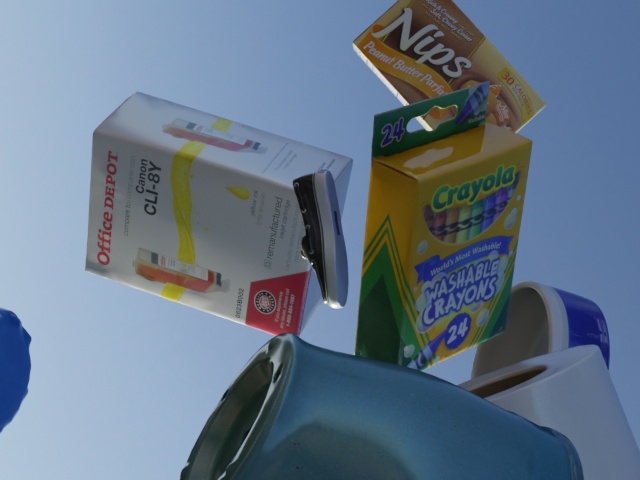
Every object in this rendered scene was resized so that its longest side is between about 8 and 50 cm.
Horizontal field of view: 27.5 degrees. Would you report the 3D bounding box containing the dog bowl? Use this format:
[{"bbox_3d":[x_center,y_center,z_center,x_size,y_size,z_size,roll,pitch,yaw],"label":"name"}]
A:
[{"bbox_3d":[0.334,0.201,2.016,0.265,0.104,0.265,-165,-90,-74],"label":"dog bowl"}]

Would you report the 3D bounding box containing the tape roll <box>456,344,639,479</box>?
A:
[{"bbox_3d":[0.200,0.227,1.338,0.246,0.246,0.169,-25,-95,61],"label":"tape roll"}]

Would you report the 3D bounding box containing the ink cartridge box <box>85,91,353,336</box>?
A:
[{"bbox_3d":[-0.171,-0.039,2.093,0.160,0.384,0.279,-56,160,-55],"label":"ink cartridge box"}]

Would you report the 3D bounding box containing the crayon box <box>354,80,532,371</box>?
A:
[{"bbox_3d":[0.148,-0.010,1.567,0.083,0.203,0.323,29,-54,40],"label":"crayon box"}]

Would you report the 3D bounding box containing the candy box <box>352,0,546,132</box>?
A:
[{"bbox_3d":[0.228,-0.293,2.329,0.183,0.316,0.087,-42,178,1],"label":"candy box"}]

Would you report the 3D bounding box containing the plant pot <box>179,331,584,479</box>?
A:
[{"bbox_3d":[0.028,0.214,1.069,0.272,0.255,0.272,-54,-167,18],"label":"plant pot"}]

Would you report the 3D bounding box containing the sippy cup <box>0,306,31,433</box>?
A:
[{"bbox_3d":[-0.509,0.161,1.703,0.305,0.224,0.240,-33,127,-71],"label":"sippy cup"}]

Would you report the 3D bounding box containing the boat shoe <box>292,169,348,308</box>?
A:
[{"bbox_3d":[0.000,0.000,1.319,0.049,0.040,0.142,21,60,-71],"label":"boat shoe"}]
